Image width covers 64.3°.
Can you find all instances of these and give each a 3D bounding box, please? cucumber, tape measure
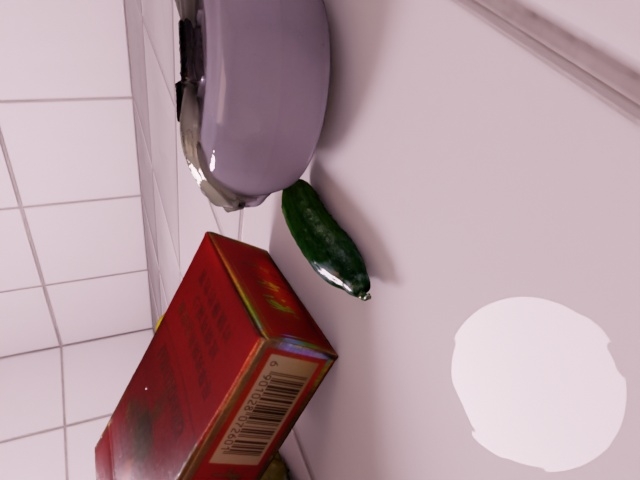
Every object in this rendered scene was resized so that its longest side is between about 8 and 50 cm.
[{"bbox_3d":[0.000,0.000,0.389,0.155,0.037,0.037,-123,33,-47],"label":"cucumber"},{"bbox_3d":[-0.066,-0.130,0.394,0.178,0.105,0.196,134,133,-58],"label":"tape measure"}]

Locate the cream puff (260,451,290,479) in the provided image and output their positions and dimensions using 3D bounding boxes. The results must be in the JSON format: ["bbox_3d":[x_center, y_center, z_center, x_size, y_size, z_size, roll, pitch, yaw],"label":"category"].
[{"bbox_3d":[-0.123,0.381,0.635,0.282,0.185,0.282,174,90,-68],"label":"cream puff"}]

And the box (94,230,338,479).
[{"bbox_3d":[-0.127,0.174,0.522,0.313,0.089,0.197,-59,36,13],"label":"box"}]

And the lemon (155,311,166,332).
[{"bbox_3d":[-0.292,0.193,1.074,0.133,0.109,0.109,-58,45,46],"label":"lemon"}]
